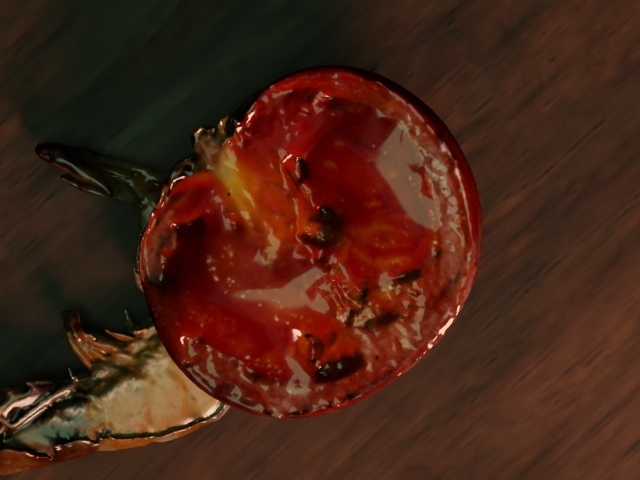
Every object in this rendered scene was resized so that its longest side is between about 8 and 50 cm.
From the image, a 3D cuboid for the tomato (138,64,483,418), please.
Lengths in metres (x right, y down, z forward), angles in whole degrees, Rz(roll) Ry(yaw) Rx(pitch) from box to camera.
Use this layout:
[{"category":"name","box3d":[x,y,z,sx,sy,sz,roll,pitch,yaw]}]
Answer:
[{"category":"tomato","box3d":[0.000,0.000,0.849,0.139,0.091,0.159,45,101,5]}]

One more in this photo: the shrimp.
[{"category":"shrimp","box3d":[-0.131,0.032,0.876,0.195,0.035,0.148,-14,96,-6]}]
